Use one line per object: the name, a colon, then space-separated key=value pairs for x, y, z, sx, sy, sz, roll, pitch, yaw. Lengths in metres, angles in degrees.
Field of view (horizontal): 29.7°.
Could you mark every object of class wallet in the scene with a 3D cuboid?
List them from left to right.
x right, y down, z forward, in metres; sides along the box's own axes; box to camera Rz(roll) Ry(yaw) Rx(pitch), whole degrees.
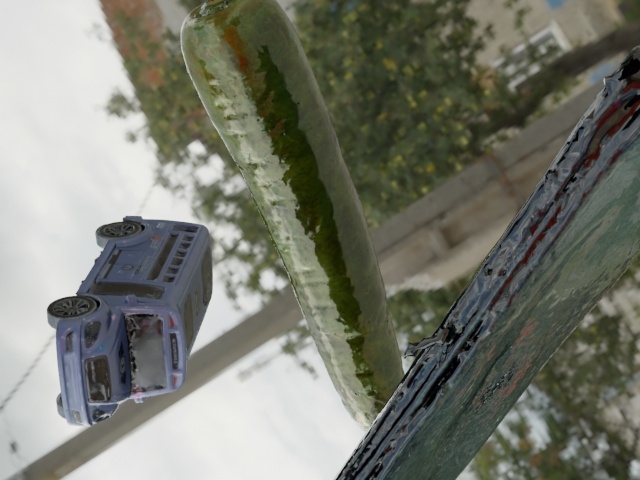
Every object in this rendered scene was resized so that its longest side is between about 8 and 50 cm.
wallet: x=0.091 y=0.064 z=0.654 sx=0.046 sy=0.379 sz=0.191 roll=41 pitch=-161 yaw=19

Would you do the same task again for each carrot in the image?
carrot: x=0.000 y=0.000 z=0.811 sx=0.074 sy=0.074 sz=0.358 roll=-96 pitch=-14 yaw=-64

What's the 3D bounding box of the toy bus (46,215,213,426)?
toy bus: x=-0.196 y=0.080 z=1.298 sx=0.292 sy=0.133 sz=0.125 roll=-77 pitch=-13 yaw=-65
